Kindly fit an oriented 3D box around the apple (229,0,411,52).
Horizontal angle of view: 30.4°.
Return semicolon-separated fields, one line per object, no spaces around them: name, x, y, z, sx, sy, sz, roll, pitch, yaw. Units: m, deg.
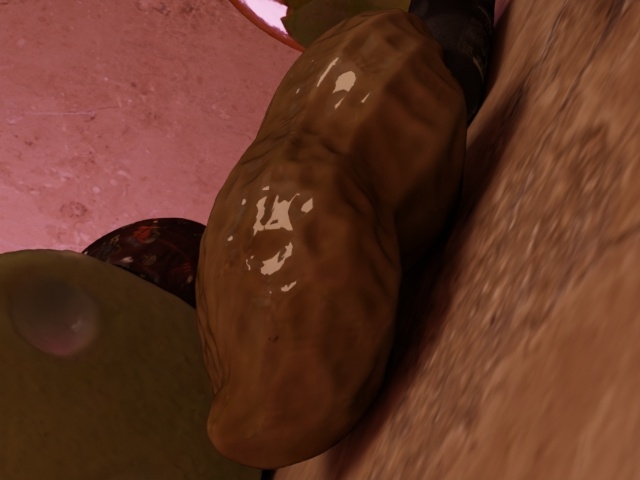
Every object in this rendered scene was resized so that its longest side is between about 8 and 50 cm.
apple;0.026;-0.348;1.142;0.339;0.339;0.339;-63;4;8

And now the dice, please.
dice;-0.189;0.176;0.809;0.252;0.254;0.250;-57;7;45

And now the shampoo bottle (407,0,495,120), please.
shampoo bottle;0.086;-0.140;0.761;0.208;0.063;0.057;-72;-1;-54

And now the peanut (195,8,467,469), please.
peanut;0.000;0.000;0.587;0.233;0.110;0.197;-64;4;-36

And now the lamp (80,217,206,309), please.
lamp;-0.157;0.095;1.114;0.247;0.247;0.247;-63;4;8
